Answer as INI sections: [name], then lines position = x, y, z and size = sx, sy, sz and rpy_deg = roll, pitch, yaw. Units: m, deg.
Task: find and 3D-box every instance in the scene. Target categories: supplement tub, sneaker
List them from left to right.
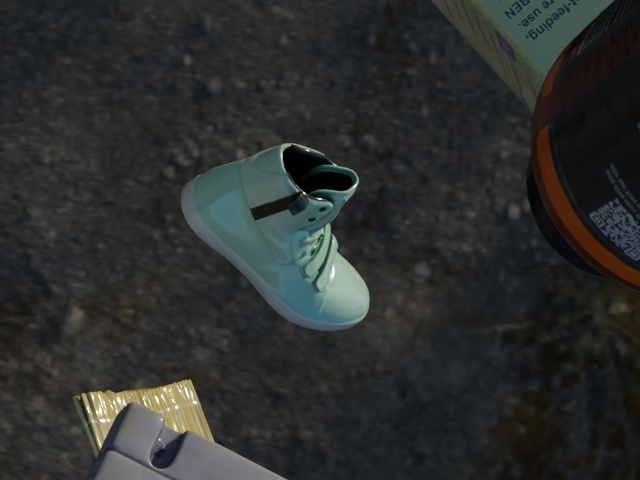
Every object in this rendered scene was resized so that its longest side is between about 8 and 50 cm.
[sneaker]
position = 0.000, 0.000, 1.574
size = 0.256, 0.151, 0.094
rpy_deg = 38, 44, -36
[supplement tub]
position = 0.131, -0.041, 0.493
size = 0.106, 0.198, 0.106
rpy_deg = 3, 76, -14

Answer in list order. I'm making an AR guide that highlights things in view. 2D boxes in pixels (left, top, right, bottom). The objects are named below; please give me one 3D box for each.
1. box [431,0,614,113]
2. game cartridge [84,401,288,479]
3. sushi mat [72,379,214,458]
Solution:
[box]
position = 0.149, -0.105, 0.765
size = 0.117, 0.213, 0.243
rpy_deg = -41, 79, 5
[game cartridge]
position = -0.003, 0.270, 0.906
size = 0.355, 0.068, 0.230
rpy_deg = 29, 59, -6
[sushi mat]
position = -0.098, 0.261, 1.285
size = 0.151, 0.019, 0.316
rpy_deg = 4, 59, -58
